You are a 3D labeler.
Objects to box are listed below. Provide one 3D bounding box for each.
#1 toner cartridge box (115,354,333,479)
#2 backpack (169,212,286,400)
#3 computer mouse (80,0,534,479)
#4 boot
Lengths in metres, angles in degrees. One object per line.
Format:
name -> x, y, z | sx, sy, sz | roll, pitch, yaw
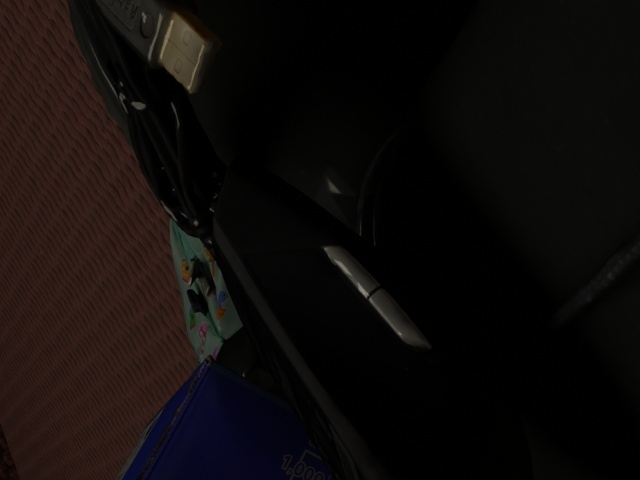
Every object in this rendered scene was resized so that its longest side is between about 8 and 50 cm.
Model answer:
toner cartridge box -> 0.076, 0.173, 0.770 | 0.348, 0.075, 0.165 | 30, 163, -5
backpack -> -0.005, 0.015, 0.983 | 0.182, 0.152, 0.115 | -119, 18, -50
computer mouse -> 0.000, 0.000, 0.616 | 0.262, 0.060, 0.184 | 55, 169, 36
boot -> 0.059, -0.068, 0.629 | 0.367, 0.146, 0.445 | 51, 165, 5
